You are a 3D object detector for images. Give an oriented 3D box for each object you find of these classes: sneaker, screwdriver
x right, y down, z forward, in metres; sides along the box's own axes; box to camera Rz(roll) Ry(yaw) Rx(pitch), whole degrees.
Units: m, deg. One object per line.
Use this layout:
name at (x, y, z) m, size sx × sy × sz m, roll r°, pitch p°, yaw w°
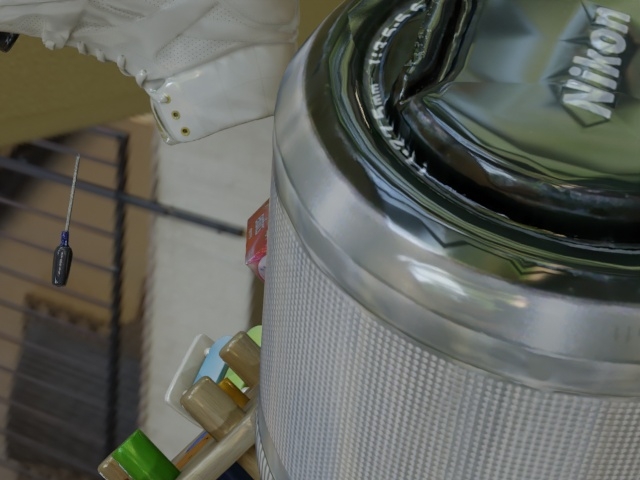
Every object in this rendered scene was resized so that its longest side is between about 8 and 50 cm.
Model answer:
sneaker at (-0.158, -0.153, 1.152) m, size 0.108 × 0.292 × 0.169 m, roll -93°, pitch 0°, yaw -67°
screwdriver at (-0.320, -0.025, 1.770) m, size 0.024 × 0.025 × 0.170 m, roll 18°, pitch -106°, yaw -60°

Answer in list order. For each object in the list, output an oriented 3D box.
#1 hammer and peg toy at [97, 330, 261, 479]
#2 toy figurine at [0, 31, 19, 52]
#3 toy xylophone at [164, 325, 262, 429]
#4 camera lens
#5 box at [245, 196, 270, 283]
hammer and peg toy at (-0.164, 0.254, 1.366) m, size 0.361 × 0.127 × 0.266 m, roll -44°, pitch 2°, yaw 12°
toy figurine at (-0.331, -0.329, 1.457) m, size 0.148 × 0.213 × 0.210 m, roll 31°, pitch -130°, yaw -21°
toy xylophone at (-0.052, 0.191, 1.729) m, size 0.081 × 0.322 × 0.236 m, roll 51°, pitch -141°, yaw -32°
camera lens at (0.085, 0.037, 0.568) m, size 0.219 × 0.219 × 0.274 m, roll -47°, pitch -26°, yaw -40°
box at (0.000, 0.000, 1.596) m, size 0.122 × 0.128 × 0.257 m, roll -45°, pitch 10°, yaw 7°
